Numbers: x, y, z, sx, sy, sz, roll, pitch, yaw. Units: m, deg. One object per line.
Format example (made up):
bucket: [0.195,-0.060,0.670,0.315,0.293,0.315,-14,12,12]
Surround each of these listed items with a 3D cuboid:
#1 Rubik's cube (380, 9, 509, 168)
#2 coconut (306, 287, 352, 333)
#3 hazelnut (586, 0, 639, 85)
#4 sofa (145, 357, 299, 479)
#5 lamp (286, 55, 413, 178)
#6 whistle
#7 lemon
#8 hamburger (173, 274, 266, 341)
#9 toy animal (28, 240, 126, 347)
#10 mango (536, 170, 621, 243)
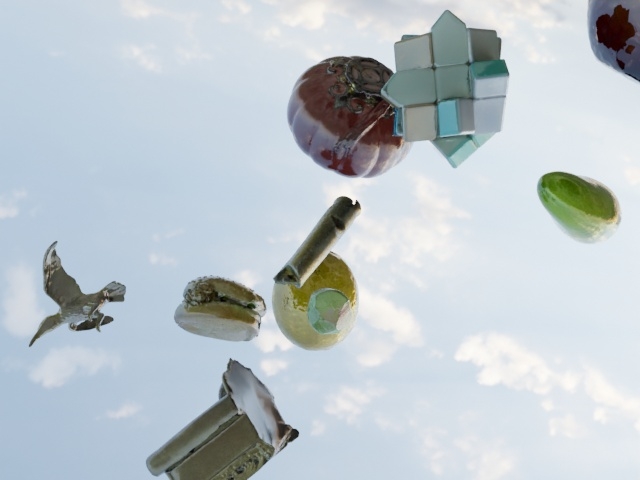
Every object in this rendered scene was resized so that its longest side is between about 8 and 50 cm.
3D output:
Rubik's cube: [0.218,-0.261,1.170,0.225,0.265,0.213,1,-172,2]
coconut: [0.015,0.125,1.153,0.083,0.082,0.081,30,169,-8]
hazelnut: [0.691,-0.405,1.142,0.429,0.402,0.402,35,-144,19]
sofa: [-0.178,0.338,1.140,0.182,0.200,0.258,50,-178,11]
lamp: [0.074,-0.282,1.492,0.304,0.257,0.303,10,-127,-14]
whistle: [0.000,0.001,1.398,0.068,0.057,0.326,0,-149,30]
lemon: [-0.013,0.154,1.708,0.236,0.236,0.263,1,-103,-28]
hamburger: [-0.214,0.143,1.428,0.190,0.215,0.122,10,-111,7]
toy animal: [-0.393,0.114,1.050,0.095,0.219,0.155,7,-136,19]
mango: [0.587,-0.079,1.489,0.293,0.143,0.175,18,-148,-48]
